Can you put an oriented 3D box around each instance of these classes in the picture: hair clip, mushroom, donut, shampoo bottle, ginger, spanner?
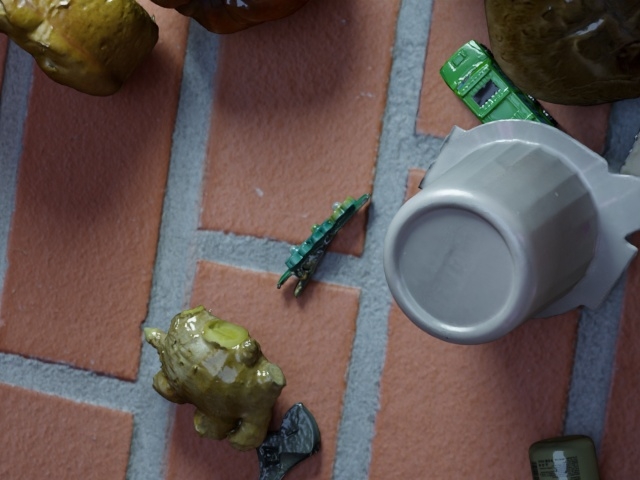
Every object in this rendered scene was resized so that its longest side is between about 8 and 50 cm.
[{"bbox_3d":[-0.001,0.000,1.676,0.049,0.049,0.173,43,105,16],"label":"hair clip"},{"bbox_3d":[0.317,-0.274,1.475,0.278,0.146,0.278,0,119,0],"label":"mushroom"},{"bbox_3d":[-0.358,-0.327,1.697,0.317,0.299,0.150,42,93,-17],"label":"donut"},{"bbox_3d":[0.296,0.314,1.542,0.079,0.079,0.162,-11,86,21],"label":"shampoo bottle"},{"bbox_3d":[-0.143,0.167,1.701,0.216,0.102,0.157,31,121,19],"label":"ginger"},{"bbox_3d":[-0.081,0.360,1.718,0.093,0.026,0.325,22,99,19],"label":"spanner"}]

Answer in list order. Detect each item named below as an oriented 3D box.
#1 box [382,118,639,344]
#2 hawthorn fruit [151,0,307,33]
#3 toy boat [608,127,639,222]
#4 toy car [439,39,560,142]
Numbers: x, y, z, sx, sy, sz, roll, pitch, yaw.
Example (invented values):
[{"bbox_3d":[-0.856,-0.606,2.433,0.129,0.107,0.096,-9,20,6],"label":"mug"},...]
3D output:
[{"bbox_3d":[0.212,0.008,1.472,0.291,0.206,0.262,-5,104,32],"label":"box"},{"bbox_3d":[-0.109,-0.417,1.621,0.277,0.277,0.298,7,70,21],"label":"hawthorn fruit"},{"bbox_3d":[0.415,-0.095,1.508,0.116,0.061,0.188,30,100,19],"label":"toy boat"},{"bbox_3d":[0.213,-0.170,1.585,0.071,0.062,0.165,-44,75,16],"label":"toy car"}]
